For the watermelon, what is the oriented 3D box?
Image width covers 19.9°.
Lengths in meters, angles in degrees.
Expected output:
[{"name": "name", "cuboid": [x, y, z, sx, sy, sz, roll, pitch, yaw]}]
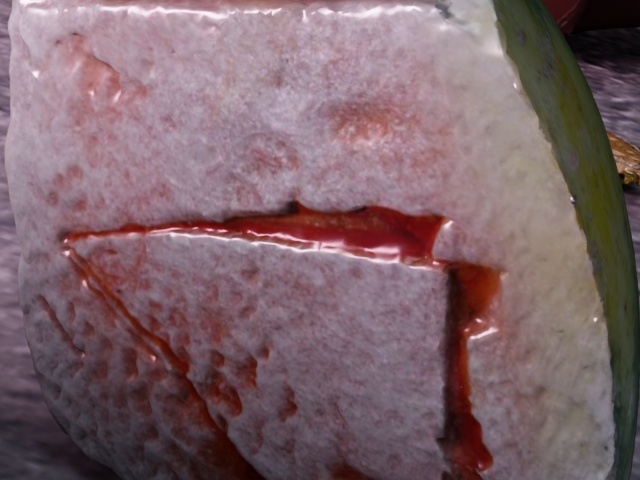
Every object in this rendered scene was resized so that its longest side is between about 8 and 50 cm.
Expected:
[{"name": "watermelon", "cuboid": [0.000, 0.000, 0.635, 0.201, 0.212, 0.261, -4, 21, -2]}]

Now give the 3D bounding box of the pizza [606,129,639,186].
[{"name": "pizza", "cuboid": [0.132, -0.045, 0.942, 0.078, 0.025, 0.083, 12, 18, -16]}]

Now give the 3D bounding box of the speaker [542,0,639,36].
[{"name": "speaker", "cuboid": [0.256, -0.170, 1.194, 0.330, 0.198, 0.259, 18, -19, -29]}]
